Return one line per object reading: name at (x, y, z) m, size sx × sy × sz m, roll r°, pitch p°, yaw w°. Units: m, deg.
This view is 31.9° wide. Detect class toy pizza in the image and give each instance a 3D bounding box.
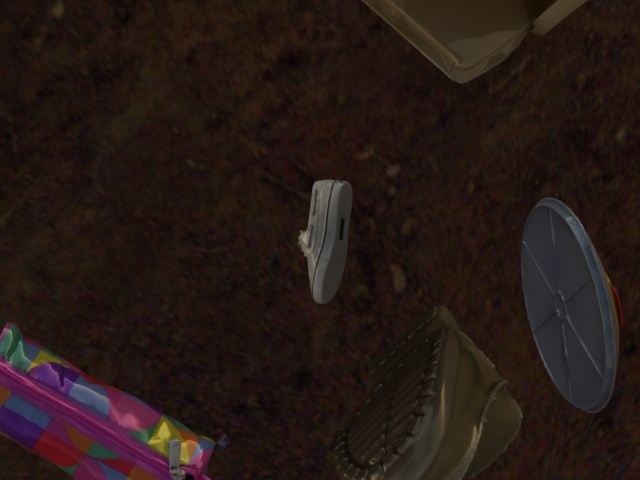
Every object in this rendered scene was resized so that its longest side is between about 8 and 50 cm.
toy pizza at (0.235, 0.058, 1.032) m, size 0.032 × 0.201 × 0.201 m, roll -11°, pitch 73°, yaw -9°

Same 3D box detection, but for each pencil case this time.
pencil case at (-0.202, 0.167, 0.991) m, size 0.236 × 0.104 × 0.104 m, roll 30°, pitch 81°, yaw -5°

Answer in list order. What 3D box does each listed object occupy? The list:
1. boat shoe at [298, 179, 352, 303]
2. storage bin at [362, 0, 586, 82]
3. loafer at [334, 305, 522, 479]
boat shoe at (0.000, 0.000, 0.899) m, size 0.035 × 0.035 × 0.100 m, roll 8°, pitch 93°, yaw 27°
storage bin at (0.069, -0.230, 0.606) m, size 0.260 × 0.262 × 0.123 m, roll 41°, pitch 77°, yaw -4°
loafer at (0.079, 0.110, 0.709) m, size 0.092 × 0.268 × 0.102 m, roll 43°, pitch 104°, yaw -1°
